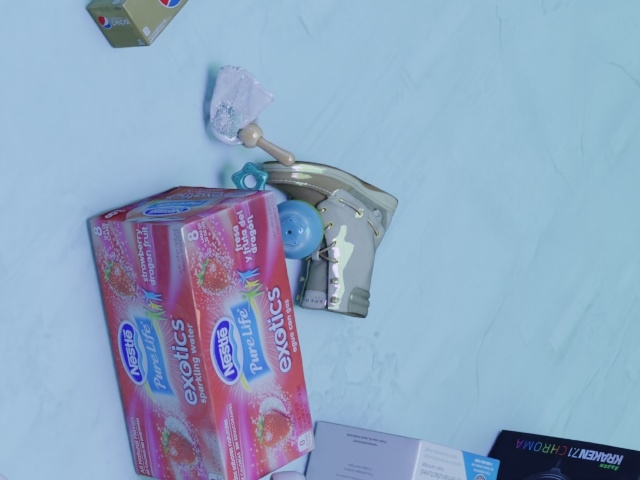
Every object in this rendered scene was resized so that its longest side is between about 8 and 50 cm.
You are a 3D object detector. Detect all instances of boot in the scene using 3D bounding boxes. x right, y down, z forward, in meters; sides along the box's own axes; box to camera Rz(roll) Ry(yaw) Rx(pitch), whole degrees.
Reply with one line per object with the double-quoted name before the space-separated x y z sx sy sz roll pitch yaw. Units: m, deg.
"boot" 0.000 0.000 2.020 0.213 0.077 0.165 21 80 -46

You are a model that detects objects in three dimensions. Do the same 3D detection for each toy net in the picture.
"toy net" -0.083 -0.081 1.928 0.045 0.122 0.232 -36 108 -80

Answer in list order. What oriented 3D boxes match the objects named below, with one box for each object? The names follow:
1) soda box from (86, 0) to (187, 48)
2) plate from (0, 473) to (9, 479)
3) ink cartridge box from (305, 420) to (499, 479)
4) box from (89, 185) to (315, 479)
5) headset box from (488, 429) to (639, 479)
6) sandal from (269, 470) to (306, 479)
"soda box" -0.166 -0.285 1.824 0.181 0.061 0.058 -55 129 -30
"plate" -0.341 0.320 1.589 0.277 0.045 0.278 51 24 -50
"ink cartridge box" 0.084 0.355 2.065 0.171 0.168 0.232 21 78 -47
"box" -0.126 0.102 1.832 0.142 0.154 0.299 -23 111 -44
"headset box" 0.302 0.412 2.252 0.131 0.246 0.283 52 57 -36
"sandal" -0.081 0.420 1.885 0.102 0.169 0.416 5 118 -7
